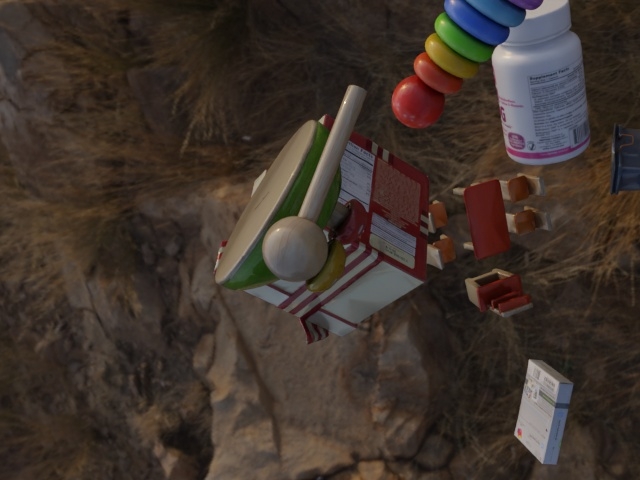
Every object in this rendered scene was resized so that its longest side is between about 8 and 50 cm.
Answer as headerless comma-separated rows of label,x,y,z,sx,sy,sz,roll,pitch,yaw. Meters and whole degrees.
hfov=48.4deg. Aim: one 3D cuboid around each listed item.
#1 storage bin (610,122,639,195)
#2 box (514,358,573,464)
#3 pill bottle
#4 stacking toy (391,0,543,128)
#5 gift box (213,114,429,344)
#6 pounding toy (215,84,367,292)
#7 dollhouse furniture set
storage bin,0.604,-0.158,1.355,0.091,0.135,0.098,3,144,19
box,0.490,0.375,1.574,0.145,0.038,0.186,-134,53,-76
pill bottle,0.412,-0.300,1.343,0.160,0.160,0.283,9,128,40
stacking toy,0.223,-0.317,1.135,0.141,0.141,0.330,46,122,18
gift box,0.000,0.000,1.144,0.255,0.276,0.258,31,139,-19
pounding toy,-0.002,-0.016,0.671,0.110,0.183,0.237,31,164,-13
dollhouse furniture set,0.345,0.009,1.437,0.135,0.262,0.259,-149,43,-70
